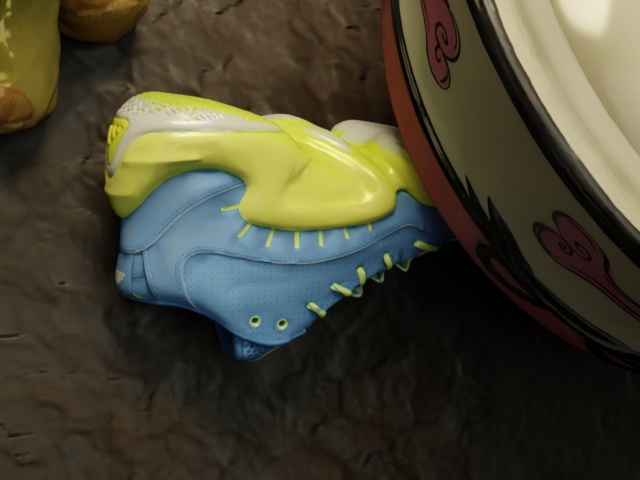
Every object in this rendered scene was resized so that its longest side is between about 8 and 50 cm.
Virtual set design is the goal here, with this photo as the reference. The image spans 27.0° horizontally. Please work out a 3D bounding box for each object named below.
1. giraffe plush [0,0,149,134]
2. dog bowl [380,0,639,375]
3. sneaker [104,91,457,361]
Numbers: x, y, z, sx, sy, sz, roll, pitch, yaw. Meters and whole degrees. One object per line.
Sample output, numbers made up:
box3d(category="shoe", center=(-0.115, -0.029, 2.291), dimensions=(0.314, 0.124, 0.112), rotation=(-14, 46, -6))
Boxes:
box3d(category="giraffe plush", center=(-0.141, -0.170, 0.596), dimensions=(0.181, 0.170, 0.210), rotation=(27, 75, -16))
box3d(category="dog bowl", center=(0.210, -0.106, 0.659), dimensions=(0.408, 0.150, 0.408), rotation=(8, 68, -20))
box3d(category="sneaker", center=(0.000, 0.000, 0.690), dimensions=(0.240, 0.091, 0.126), rotation=(8, 99, -20))
